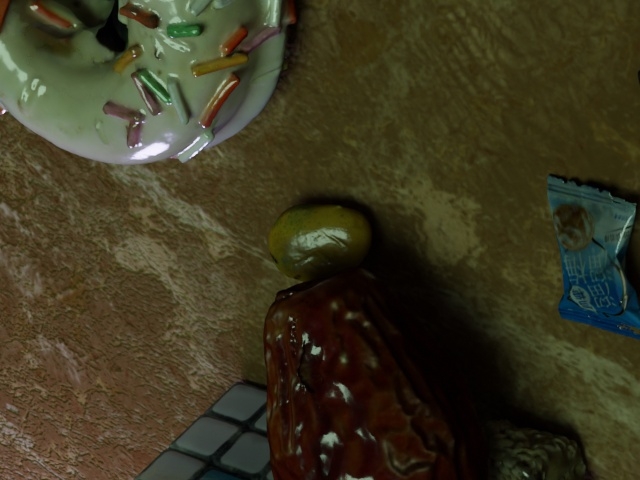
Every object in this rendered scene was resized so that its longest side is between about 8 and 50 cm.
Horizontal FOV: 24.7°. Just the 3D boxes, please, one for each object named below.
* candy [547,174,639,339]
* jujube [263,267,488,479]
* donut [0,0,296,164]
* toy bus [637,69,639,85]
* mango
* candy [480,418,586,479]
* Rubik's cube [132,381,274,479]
[{"bbox_3d":[0.228,0.015,1.203,0.088,0.038,0.136,18,126,46],"label":"candy"},{"bbox_3d":[0.042,0.171,1.306,0.197,0.197,0.290,-19,90,46],"label":"jujube"},{"bbox_3d":[-0.200,-0.225,1.287,0.383,0.142,0.382,22,134,24],"label":"donut"},{"bbox_3d":[0.287,-0.058,1.067,0.057,0.072,0.172,-9,113,42],"label":"toy bus"},{"bbox_3d":[0.000,0.000,1.366,0.114,0.057,0.079,-19,104,38],"label":"mango"},{"bbox_3d":[0.190,0.215,1.357,0.110,0.085,0.095,9,116,40],"label":"candy"},{"bbox_3d":[-0.043,0.338,1.513,0.259,0.256,0.253,13,129,32],"label":"Rubik's cube"}]
